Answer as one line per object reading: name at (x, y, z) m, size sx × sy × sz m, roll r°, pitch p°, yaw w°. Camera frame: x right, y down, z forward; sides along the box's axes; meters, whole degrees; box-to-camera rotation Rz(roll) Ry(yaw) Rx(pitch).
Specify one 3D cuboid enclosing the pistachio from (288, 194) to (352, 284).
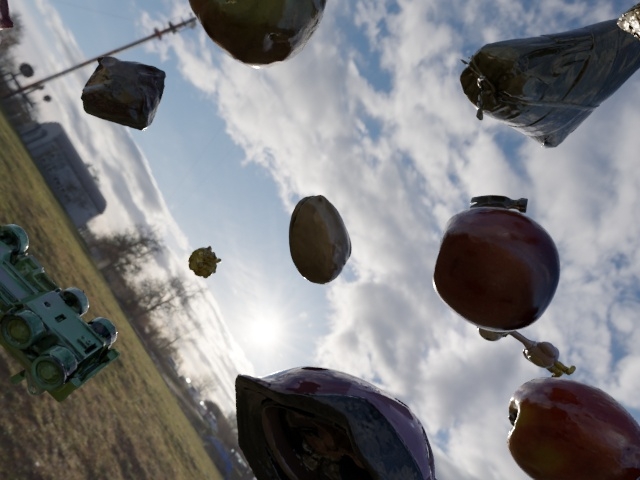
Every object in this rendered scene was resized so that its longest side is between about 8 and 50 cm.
pistachio at (0.000, 0.000, 1.238) m, size 0.126 × 0.153 × 0.222 m, roll -169°, pitch -106°, yaw -71°

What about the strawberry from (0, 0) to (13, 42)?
strawberry at (-0.399, -0.141, 0.324) m, size 0.345 × 0.318 × 0.295 m, roll -22°, pitch -80°, yaw 50°

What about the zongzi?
zongzi at (0.575, -0.469, 1.195) m, size 0.467 × 0.500 × 0.218 m, roll -51°, pitch -127°, yaw 31°

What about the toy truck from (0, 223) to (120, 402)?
toy truck at (-0.411, 0.103, 0.677) m, size 0.259 × 0.135 × 0.128 m, roll 51°, pitch 15°, yaw -4°

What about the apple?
apple at (0.306, 0.050, 0.903) m, size 0.202 × 0.218 × 0.218 m, roll 13°, pitch -36°, yaw 11°

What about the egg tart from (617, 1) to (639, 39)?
egg tart at (0.467, -0.293, 0.680) m, size 0.129 × 0.129 × 0.049 m, roll 3°, pitch -83°, yaw 62°

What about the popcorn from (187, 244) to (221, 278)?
popcorn at (-0.288, 0.051, 1.261) m, size 0.082 × 0.083 × 0.057 m, roll 14°, pitch -16°, yaw 41°

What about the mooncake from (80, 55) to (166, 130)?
mooncake at (-0.346, -0.263, 0.899) m, size 0.073 × 0.125 × 0.129 m, roll 112°, pitch -16°, yaw -59°

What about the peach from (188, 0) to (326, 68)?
peach at (-0.084, -0.383, 0.806) m, size 0.215 × 0.236 × 0.214 m, roll 6°, pitch -77°, yaw 26°

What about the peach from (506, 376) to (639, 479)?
peach at (0.544, 0.421, 1.094) m, size 0.281 × 0.237 × 0.281 m, roll 15°, pitch -22°, yaw 6°

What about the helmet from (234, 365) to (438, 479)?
helmet at (0.025, 0.238, 0.606) m, size 0.253 × 0.154 × 0.198 m, roll 31°, pitch -51°, yaw 42°

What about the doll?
doll at (0.685, 0.342, 1.748) m, size 0.365 × 0.094 × 0.160 m, roll 31°, pitch -23°, yaw 6°

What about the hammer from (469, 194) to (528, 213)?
hammer at (0.392, -0.036, 1.122) m, size 0.111 × 0.033 × 0.288 m, roll 10°, pitch -14°, yaw 23°
